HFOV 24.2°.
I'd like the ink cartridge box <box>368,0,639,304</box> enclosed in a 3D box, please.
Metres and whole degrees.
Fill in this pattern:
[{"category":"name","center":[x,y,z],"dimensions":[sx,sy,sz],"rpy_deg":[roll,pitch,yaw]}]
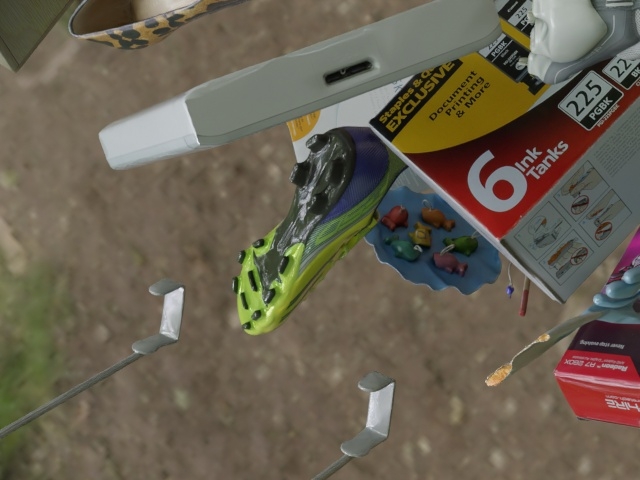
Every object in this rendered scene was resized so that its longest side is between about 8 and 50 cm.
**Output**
[{"category":"ink cartridge box","center":[0.208,-0.152,1.291],"dimensions":[0.130,0.309,0.272],"rpy_deg":[40,-176,-46]}]

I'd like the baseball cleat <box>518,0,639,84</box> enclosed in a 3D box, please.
[{"category":"baseball cleat","center":[0.162,-0.118,0.811],"dimensions":[0.109,0.072,0.206],"rpy_deg":[2,-171,8]}]

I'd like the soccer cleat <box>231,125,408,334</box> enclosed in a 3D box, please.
[{"category":"soccer cleat","center":[0.001,0.001,1.541],"dimensions":[0.289,0.121,0.093],"rpy_deg":[-59,43,37]}]

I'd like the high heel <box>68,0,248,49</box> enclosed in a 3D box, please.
[{"category":"high heel","center":[-0.144,-0.229,1.271],"dimensions":[0.261,0.186,0.093],"rpy_deg":[73,180,-80]}]

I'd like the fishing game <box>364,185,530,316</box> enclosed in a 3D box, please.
[{"category":"fishing game","center":[0.134,-0.009,1.751],"dimensions":[0.264,0.189,0.041],"rpy_deg":[23,125,-1]}]

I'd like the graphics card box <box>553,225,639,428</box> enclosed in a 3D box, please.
[{"category":"graphics card box","center":[0.466,0.064,1.791],"dimensions":[0.233,0.371,0.094],"rpy_deg":[4,138,46]}]

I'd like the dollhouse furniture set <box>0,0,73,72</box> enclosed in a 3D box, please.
[{"category":"dollhouse furniture set","center":[-0.289,-0.242,1.009],"dimensions":[0.242,0.212,0.161],"rpy_deg":[34,170,9]}]

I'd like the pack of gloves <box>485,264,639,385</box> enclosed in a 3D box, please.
[{"category":"pack of gloves","center":[0.268,0.047,1.230],"dimensions":[0.046,0.232,0.195],"rpy_deg":[55,132,9]}]

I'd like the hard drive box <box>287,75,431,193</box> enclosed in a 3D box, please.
[{"category":"hard drive box","center":[0.082,-0.148,2.030],"dimensions":[0.089,0.232,0.181],"rpy_deg":[55,-163,-58]}]

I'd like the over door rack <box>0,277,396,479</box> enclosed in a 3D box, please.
[{"category":"over door rack","center":[-0.124,0.183,1.115],"dimensions":[0.239,0.324,0.108],"rpy_deg":[22,132,29]}]

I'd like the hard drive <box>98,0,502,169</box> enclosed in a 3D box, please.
[{"category":"hard drive","center":[-0.034,-0.118,1.167],"dimensions":[0.047,0.233,0.353],"rpy_deg":[70,164,-7]}]
